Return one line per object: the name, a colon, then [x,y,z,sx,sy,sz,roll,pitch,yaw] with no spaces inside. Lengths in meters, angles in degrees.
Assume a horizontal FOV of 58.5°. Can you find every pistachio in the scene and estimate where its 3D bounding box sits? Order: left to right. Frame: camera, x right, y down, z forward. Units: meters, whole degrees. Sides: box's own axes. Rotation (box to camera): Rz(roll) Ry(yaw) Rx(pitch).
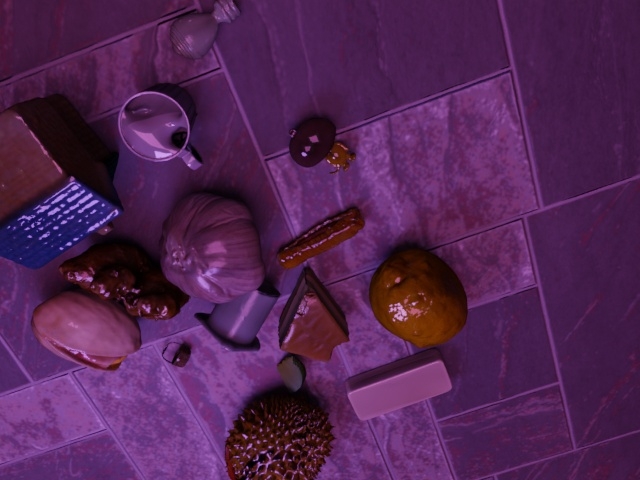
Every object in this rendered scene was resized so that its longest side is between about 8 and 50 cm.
pistachio: [-0.686,0.262,1.670,0.230,0.230,0.309,-43,119,15]

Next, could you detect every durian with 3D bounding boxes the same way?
durian: [-0.141,0.684,1.864,0.348,0.347,0.384,25,84,-14]

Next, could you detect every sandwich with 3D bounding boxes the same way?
sandwich: [0.001,0.230,1.742,0.198,0.155,0.227,19,112,-14]

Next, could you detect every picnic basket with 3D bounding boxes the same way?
picnic basket: [-0.461,0.362,1.818,0.083,0.072,0.072,32,109,-16]

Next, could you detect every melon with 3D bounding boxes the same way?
melon: [-0.089,0.407,1.814,0.053,0.261,0.114,-38,73,-26]

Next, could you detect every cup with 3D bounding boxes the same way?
cup: [-0.396,-0.284,1.450,0.167,0.202,0.221,-7,115,0]

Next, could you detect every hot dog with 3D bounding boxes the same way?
hot dog: [0.001,0.001,1.684,0.289,0.068,0.083,-31,120,9]

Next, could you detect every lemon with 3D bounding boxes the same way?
lemon: [0.287,0.174,1.680,0.286,0.285,0.316,-14,142,3]

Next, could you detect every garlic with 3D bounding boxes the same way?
garlic: [-0.298,0.021,1.547,0.317,0.259,0.317,3,95,38]

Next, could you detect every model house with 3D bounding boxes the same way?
model house: [-0.676,-0.136,1.403,0.335,0.382,0.342,-32,111,11]

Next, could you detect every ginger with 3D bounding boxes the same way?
ginger: [-0.533,0.122,1.590,0.358,0.274,0.152,28,105,-15]

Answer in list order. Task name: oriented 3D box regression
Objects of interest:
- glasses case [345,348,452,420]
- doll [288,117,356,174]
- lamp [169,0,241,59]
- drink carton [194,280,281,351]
glasses case: [0.260,0.483,1.915,0.337,0.076,0.144,-20,114,5]
doll: [-0.003,-0.248,1.559,0.145,0.096,0.188,-32,123,17]
lamp: [-0.285,-0.525,1.410,0.193,0.106,0.106,-36,112,2]
drink carton: [-0.232,0.201,1.703,0.191,0.185,0.189,17,102,-54]
